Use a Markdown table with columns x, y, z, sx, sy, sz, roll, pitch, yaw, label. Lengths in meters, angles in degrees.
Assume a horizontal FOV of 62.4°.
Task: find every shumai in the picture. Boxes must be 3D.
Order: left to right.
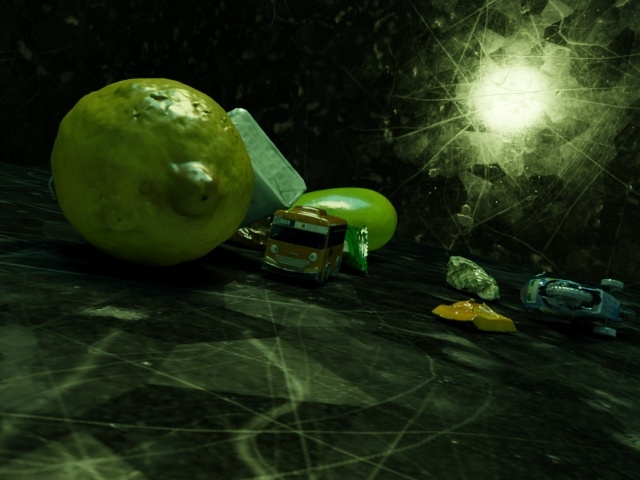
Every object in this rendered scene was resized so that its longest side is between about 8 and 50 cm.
| x | y | z | sx | sy | sz | roll | pitch | yaw | label |
| --- | --- | --- | --- | --- | --- | --- | --- | --- | --- |
| -0.135 | -0.025 | 1.133 | 0.139 | 0.105 | 0.123 | 37 | -8 | -20 | shumai |

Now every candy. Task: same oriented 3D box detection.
| x | y | z | sx | sy | sz | roll | pitch | yaw | label |
| --- | --- | --- | --- | --- | --- | --- | --- | --- | --- |
| 0.001 | -0.004 | 1.050 | 0.203 | 0.078 | 0.141 | 8 | 24 | -10 | candy |

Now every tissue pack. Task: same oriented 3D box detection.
| x | y | z | sx | sy | sz | roll | pitch | yaw | label |
| --- | --- | --- | --- | --- | --- | --- | --- | --- | --- |
| -0.172 | -0.102 | 0.914 | 0.263 | 0.089 | 0.177 | -18 | -62 | 46 | tissue pack |

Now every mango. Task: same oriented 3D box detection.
| x | y | z | sx | sy | sz | roll | pitch | yaw | label |
| --- | --- | --- | --- | --- | --- | --- | --- | --- | --- |
| 0.038 | -0.049 | 1.371 | 0.343 | 0.156 | 0.192 | -4 | 38 | -17 | mango |

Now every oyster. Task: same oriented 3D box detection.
| x | y | z | sx | sy | sz | roll | pitch | yaw | label |
| --- | --- | --- | --- | --- | --- | --- | --- | --- | --- |
| 0.318 | 0.084 | 1.105 | 0.125 | 0.064 | 0.177 | 28 | -2 | 15 | oyster |

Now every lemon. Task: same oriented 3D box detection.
| x | y | z | sx | sy | sz | roll | pitch | yaw | label |
| --- | --- | --- | --- | --- | --- | --- | --- | --- | --- |
| -0.213 | -0.087 | 0.687 | 0.245 | 0.245 | 0.320 | 9 | 9 | -33 | lemon |

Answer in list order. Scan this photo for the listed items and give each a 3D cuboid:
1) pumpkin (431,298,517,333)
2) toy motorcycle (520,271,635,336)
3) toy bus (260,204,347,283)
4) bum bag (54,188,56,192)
| x | y | z | sx | sy | sz | roll | pitch | yaw | label |
| --- | --- | --- | --- | --- | --- | --- | --- | --- | --- |
| 0.213 | 0.102 | 0.724 | 0.101 | 0.035 | 0.073 | 11 | 6 | -35 | pumpkin |
| 0.437 | 0.108 | 0.910 | 0.254 | 0.092 | 0.136 | 19 | -10 | -38 | toy motorcycle |
| -0.017 | 0.003 | 0.855 | 0.098 | 0.114 | 0.201 | 12 | 4 | 11 | toy bus |
| -0.477 | -0.110 | 1.212 | 0.326 | 0.079 | 0.142 | 0 | 6 | 31 | bum bag |
